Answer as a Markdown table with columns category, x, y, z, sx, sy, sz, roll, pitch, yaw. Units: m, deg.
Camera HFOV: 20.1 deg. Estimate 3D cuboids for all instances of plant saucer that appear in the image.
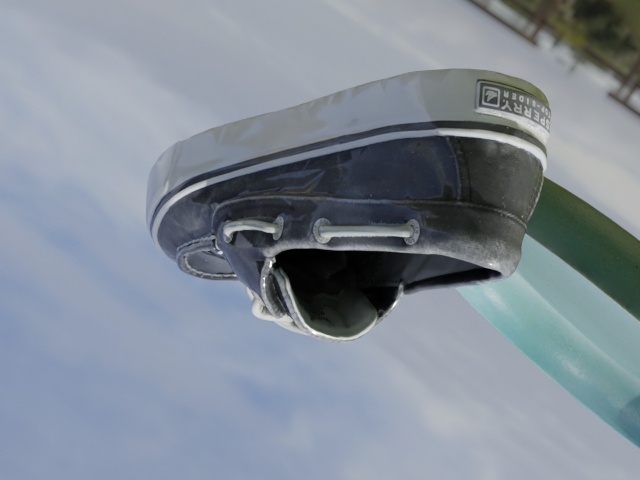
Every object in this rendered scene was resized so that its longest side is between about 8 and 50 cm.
| category | x | y | z | sx | sy | sz | roll | pitch | yaw |
| --- | --- | --- | --- | --- | --- | --- | --- | --- | --- |
| plant saucer | 0.161 | 0.048 | 1.015 | 0.317 | 0.044 | 0.317 | 40 | 172 | 7 |

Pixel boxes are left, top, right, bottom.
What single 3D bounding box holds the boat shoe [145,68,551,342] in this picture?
| category | x | y | z | sx | sy | sz | roll | pitch | yaw |
| --- | --- | --- | --- | --- | --- | --- | --- | --- | --- |
| boat shoe | 0.000 | 0.000 | 0.882 | 0.108 | 0.102 | 0.301 | 17 | 163 | -33 |
